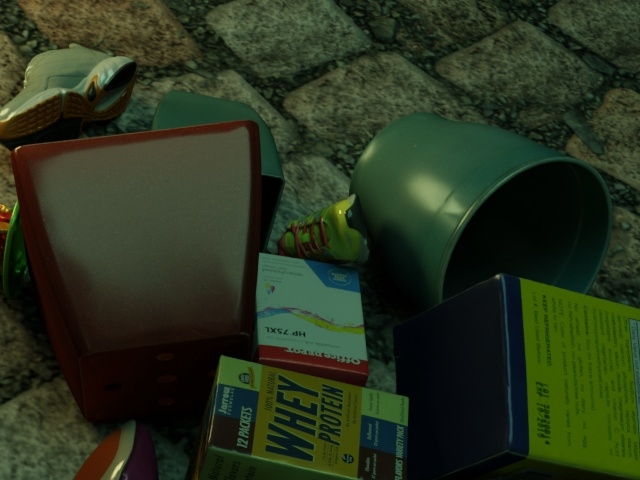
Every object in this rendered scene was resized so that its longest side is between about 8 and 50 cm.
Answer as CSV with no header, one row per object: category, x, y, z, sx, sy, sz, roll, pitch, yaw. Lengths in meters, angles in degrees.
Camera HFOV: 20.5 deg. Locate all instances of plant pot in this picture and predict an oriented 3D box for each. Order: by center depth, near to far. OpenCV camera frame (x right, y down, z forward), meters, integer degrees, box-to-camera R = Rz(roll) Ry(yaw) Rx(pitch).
plant pot,-0.184,0.050,1.942,0.267,0.267,0.235,-8,62,-9
plant pot,-0.146,-0.082,2.211,0.166,0.165,0.234,11,31,-10
plant pot,0.178,-0.029,2.218,0.272,0.271,0.255,-12,33,-33

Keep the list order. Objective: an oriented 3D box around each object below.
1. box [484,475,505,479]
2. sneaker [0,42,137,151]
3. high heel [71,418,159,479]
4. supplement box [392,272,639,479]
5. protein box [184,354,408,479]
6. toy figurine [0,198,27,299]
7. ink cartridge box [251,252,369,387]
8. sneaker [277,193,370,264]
box,0.130,0.455,1.642,0.293,0.212,0.395,-11,47,-32
sneaker,-0.356,-0.186,2.310,0.121,0.099,0.262,25,31,20
high heel,-0.180,0.339,1.771,0.181,0.127,0.377,41,29,-20
supplement box,0.275,0.188,1.901,0.356,0.195,0.194,15,62,-30
protein box,-0.033,0.252,1.824,0.201,0.200,0.136,13,39,-7
toy figurine,-0.420,-0.013,2.067,0.159,0.130,0.173,9,17,2
ink cartridge box,-0.019,0.125,2.077,0.134,0.078,0.231,9,40,-13
sneaker,0.000,0.000,2.171,0.094,0.208,0.081,-8,79,-15
